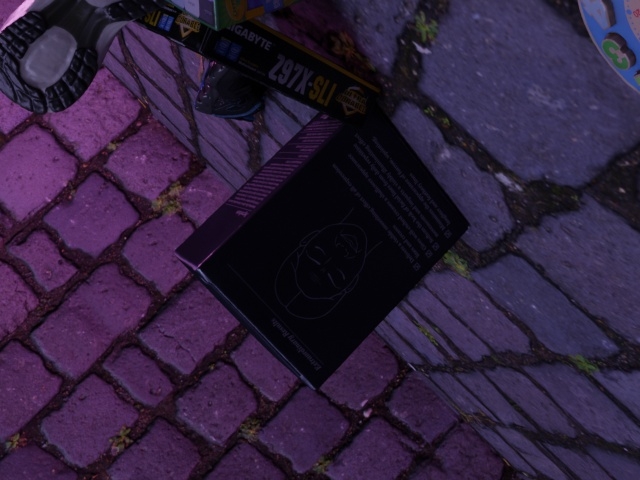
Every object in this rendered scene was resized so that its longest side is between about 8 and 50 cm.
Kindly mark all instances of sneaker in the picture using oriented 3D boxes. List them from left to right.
[{"bbox_3d":[-0.297,-0.363,0.988,0.158,0.410,0.182,40,-156,-32],"label":"sneaker"},{"bbox_3d":[-0.164,-0.332,1.474,0.139,0.125,0.341,19,171,-12],"label":"sneaker"}]

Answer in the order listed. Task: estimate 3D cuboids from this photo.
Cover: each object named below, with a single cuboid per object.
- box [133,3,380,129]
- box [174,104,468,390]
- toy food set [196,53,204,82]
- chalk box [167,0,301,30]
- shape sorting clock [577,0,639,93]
[{"bbox_3d":[-0.102,-0.282,1.091,0.322,0.079,0.257,17,-166,-44],"label":"box"},{"bbox_3d":[0.000,0.000,1.262,0.293,0.395,0.212,49,168,-19],"label":"box"},{"bbox_3d":[-0.221,-0.405,1.382,0.132,0.038,0.192,169,94,-78],"label":"toy food set"},{"bbox_3d":[-0.114,-0.340,0.840,0.132,0.213,0.132,38,141,31],"label":"chalk box"},{"bbox_3d":[0.279,-0.170,0.556,0.206,0.040,0.206,43,168,11],"label":"shape sorting clock"}]
